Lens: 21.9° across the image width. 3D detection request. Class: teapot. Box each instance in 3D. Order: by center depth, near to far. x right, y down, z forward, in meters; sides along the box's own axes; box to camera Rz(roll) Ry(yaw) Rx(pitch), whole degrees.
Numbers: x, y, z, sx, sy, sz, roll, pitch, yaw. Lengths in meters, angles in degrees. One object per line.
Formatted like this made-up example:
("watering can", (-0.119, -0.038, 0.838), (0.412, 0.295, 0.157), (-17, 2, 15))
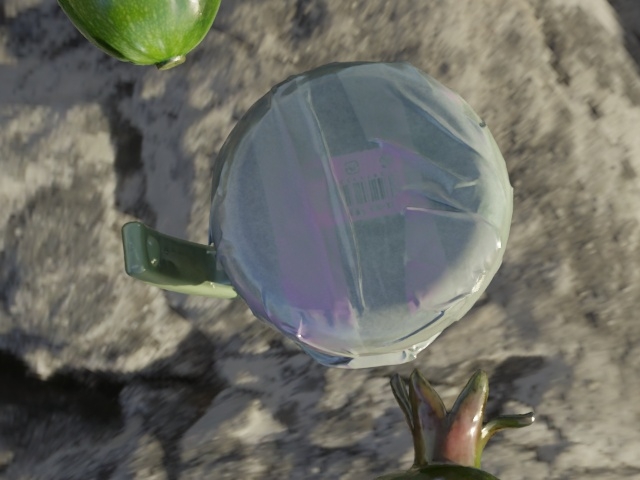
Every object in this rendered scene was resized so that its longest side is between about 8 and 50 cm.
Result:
("teapot", (0.000, 0.000, 0.368), (0.083, 0.064, 0.064), (-9, 74, 0))

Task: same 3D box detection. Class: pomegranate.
("pomegranate", (0.082, 0.188, 1.130), (0.131, 0.152, 0.191), (20, 64, -39))

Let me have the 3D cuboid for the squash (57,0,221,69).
("squash", (-0.127, -0.262, 0.765), (0.101, 0.101, 0.378), (-20, 100, -13))
